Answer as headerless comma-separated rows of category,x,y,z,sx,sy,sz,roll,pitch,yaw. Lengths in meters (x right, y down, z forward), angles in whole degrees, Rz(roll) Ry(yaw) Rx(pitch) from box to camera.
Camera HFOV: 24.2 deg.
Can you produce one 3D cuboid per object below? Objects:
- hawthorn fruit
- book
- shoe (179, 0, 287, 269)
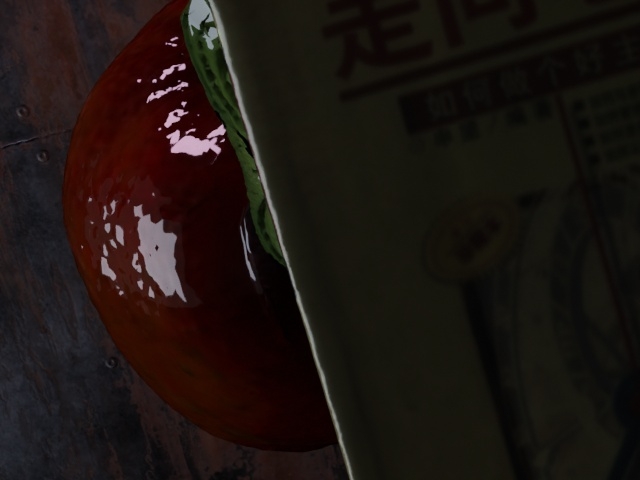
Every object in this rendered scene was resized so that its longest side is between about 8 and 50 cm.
hawthorn fruit,0.000,0.000,0.855,0.265,0.265,0.307,-109,-2,-48
book,0.070,-0.008,0.374,0.026,0.161,0.231,-32,-73,-77
shoe,0.048,-0.038,0.513,0.140,0.128,0.262,33,169,28
